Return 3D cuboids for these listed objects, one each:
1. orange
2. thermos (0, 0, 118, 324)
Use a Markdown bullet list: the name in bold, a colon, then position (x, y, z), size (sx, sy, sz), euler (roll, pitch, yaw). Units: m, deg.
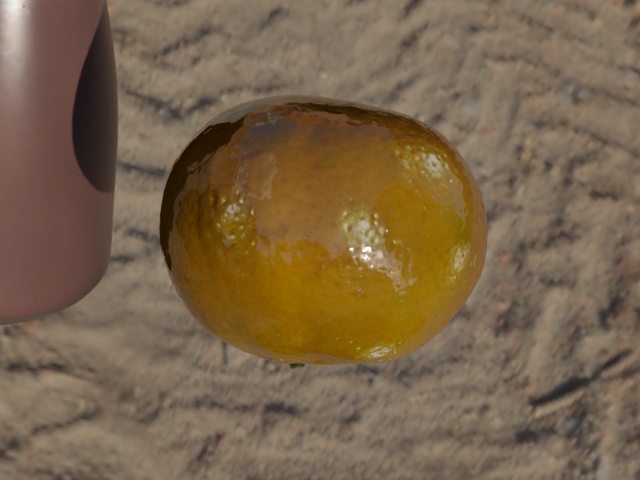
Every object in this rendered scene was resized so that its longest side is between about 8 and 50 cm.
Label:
- **orange**: position (0.000, 0.000, 0.708), size (0.156, 0.156, 0.124), euler (12, 75, -11)
- **thermos**: position (-0.189, -0.099, 0.810), size (0.176, 0.265, 0.146), euler (-4, 38, -18)
